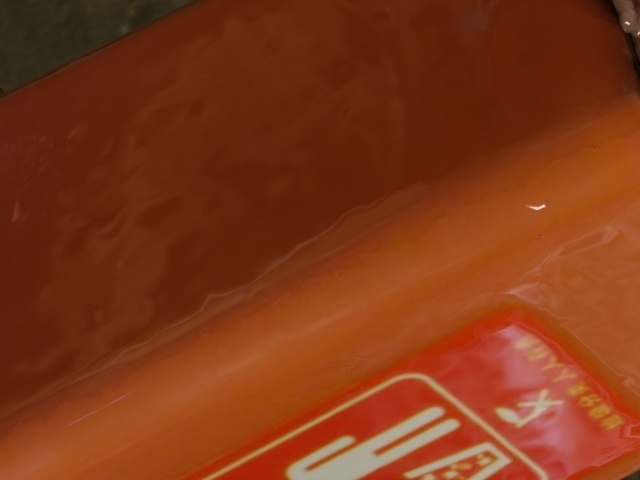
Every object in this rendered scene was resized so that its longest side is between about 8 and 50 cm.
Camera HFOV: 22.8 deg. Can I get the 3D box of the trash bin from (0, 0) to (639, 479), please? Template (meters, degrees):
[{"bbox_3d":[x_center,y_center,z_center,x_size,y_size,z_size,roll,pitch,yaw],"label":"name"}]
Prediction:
[{"bbox_3d":[0.000,0.000,0.427,0.161,0.239,0.184,40,31,-41],"label":"trash bin"}]
